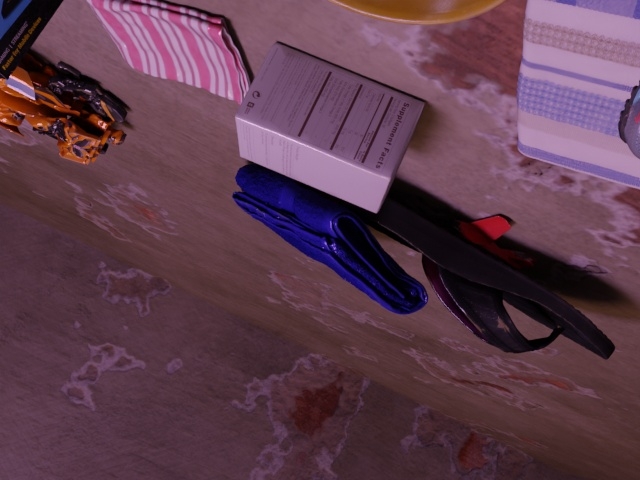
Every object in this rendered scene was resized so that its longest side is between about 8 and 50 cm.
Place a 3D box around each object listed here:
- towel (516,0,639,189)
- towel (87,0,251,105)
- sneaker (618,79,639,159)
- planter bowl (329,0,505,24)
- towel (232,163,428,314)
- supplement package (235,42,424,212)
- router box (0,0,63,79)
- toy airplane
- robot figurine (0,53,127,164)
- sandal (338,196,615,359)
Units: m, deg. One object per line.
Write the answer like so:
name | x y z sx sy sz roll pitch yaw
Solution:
towel | 0.265 -0.127 0.554 0.209 0.034 0.285 19 160 22
towel | -0.182 -0.233 0.830 0.197 0.029 0.144 19 161 16
sneaker | 0.314 -0.072 0.395 0.262 0.125 0.104 -8 150 26
planter bowl | 0.043 -0.238 0.415 0.217 0.090 0.217 22 162 8
towel | 0.000 0.000 1.035 0.227 0.076 0.308 45 172 -35
supplement package | 0.009 -0.123 0.774 0.179 0.105 0.105 23 162 4
router box | -0.305 -0.264 0.646 0.046 0.178 0.133 16 161 31
toy airplane | 0.241 0.006 0.980 0.151 0.028 0.151 23 164 7
robot figurine | -0.456 -0.217 1.102 0.291 0.085 0.211 26 152 -19
sandal | 0.211 0.070 0.997 0.446 0.107 0.167 30 179 -4
